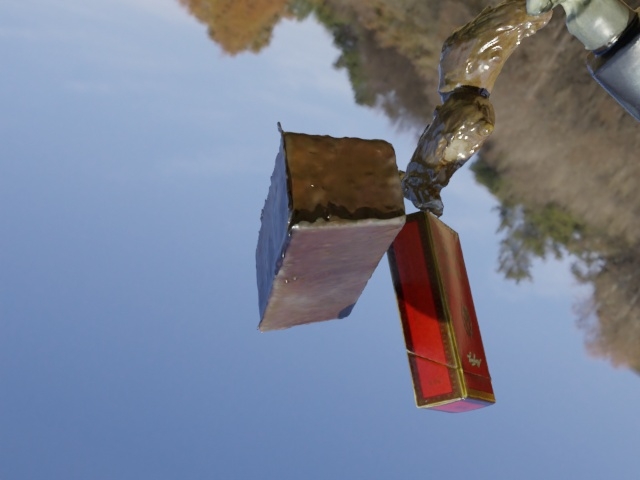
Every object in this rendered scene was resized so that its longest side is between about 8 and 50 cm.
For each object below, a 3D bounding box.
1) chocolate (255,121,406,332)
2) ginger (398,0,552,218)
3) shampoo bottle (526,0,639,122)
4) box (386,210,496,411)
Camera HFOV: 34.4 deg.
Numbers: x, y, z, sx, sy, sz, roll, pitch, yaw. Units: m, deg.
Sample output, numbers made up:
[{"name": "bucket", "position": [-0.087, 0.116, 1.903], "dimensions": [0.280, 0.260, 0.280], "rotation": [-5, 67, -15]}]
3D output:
[{"name": "chocolate", "position": [0.000, 0.000, 1.020], "dimensions": [0.112, 0.321, 0.112], "rotation": [-2, -112, -9]}, {"name": "ginger", "position": [0.174, -0.172, 1.233], "dimensions": [0.084, 0.290, 0.122], "rotation": [24, -172, -24]}, {"name": "shampoo bottle", "position": [0.209, -0.095, 0.627], "dimensions": [0.207, 0.057, 0.063], "rotation": [38, -146, -8]}, {"name": "box", "position": [0.151, 0.094, 1.315], "dimensions": [0.153, 0.074, 0.240], "rotation": [33, -136, -67]}]
